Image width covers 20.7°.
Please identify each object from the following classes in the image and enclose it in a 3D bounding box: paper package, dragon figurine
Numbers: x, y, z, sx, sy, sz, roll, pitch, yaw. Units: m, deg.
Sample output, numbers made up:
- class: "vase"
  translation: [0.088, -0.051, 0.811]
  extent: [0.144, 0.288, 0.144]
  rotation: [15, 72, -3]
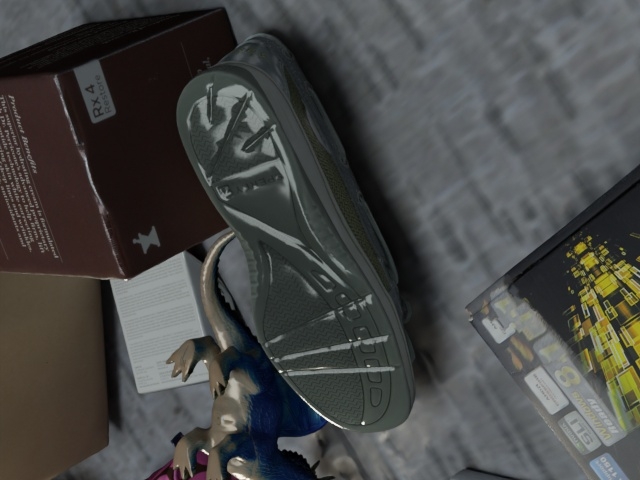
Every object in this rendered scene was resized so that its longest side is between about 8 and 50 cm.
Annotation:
- class: "paper package"
  translation: [-0.364, 0.105, 1.647]
  extent: [0.168, 0.309, 0.324]
  rotation: [36, 139, 35]
- class: "dragon figurine"
  translation: [-0.046, 0.125, 1.474]
  extent: [0.085, 0.144, 0.289]
  rotation: [5, 100, 50]

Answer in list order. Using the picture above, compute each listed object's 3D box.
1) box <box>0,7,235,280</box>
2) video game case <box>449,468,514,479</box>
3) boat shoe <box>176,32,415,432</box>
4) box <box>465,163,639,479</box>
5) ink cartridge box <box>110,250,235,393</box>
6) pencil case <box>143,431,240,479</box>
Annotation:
- class: "box"
  translation: [-0.174, -0.077, 1.401]
  extent: [0.203, 0.167, 0.168]
  rotation: [2, 114, 49]
- class: "video game case"
  translation: [0.203, 0.279, 1.345]
  extent: [0.212, 0.023, 0.193]
  rotation: [6, 120, 48]
- class: "boat shoe"
  translation: [-0.003, -0.001, 1.334]
  extent: [0.118, 0.103, 0.320]
  rotation: [-14, 111, 34]
- class: "box"
  translation: [0.301, 0.118, 1.045]
  extent: [0.395, 0.097, 0.318]
  rotation: [54, 148, 6]
- class: "ink cartridge box"
  translation: [-0.136, 0.043, 1.577]
  extent: [0.145, 0.045, 0.179]
  rotation: [-16, 85, 54]
- class: "pencil case"
  translation: [-0.142, 0.253, 1.675]
  extent: [0.095, 0.098, 0.209]
  rotation: [54, 145, 6]
